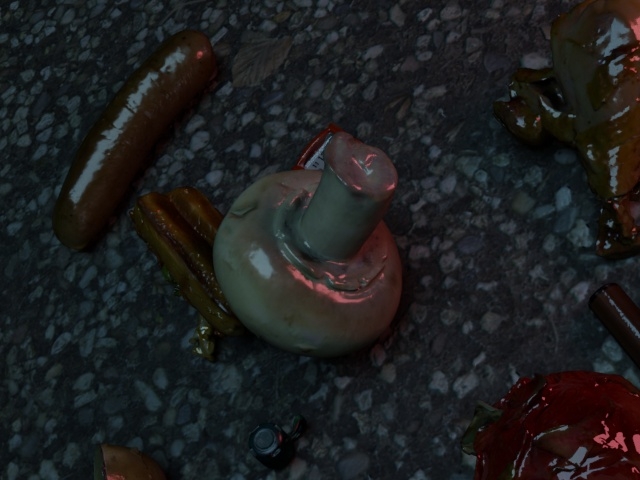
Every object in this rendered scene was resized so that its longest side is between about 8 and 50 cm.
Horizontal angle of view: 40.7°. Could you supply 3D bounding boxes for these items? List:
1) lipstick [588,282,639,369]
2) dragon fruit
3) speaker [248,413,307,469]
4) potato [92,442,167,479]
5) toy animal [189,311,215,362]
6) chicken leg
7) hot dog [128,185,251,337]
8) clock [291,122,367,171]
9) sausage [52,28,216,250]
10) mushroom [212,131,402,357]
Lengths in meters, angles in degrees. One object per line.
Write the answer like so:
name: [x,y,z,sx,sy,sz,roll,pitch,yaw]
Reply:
lipstick: [0.485,0.202,1.151,0.057,0.057,0.356,-35,57,6]
dragon fruit: [0.330,0.304,1.053,0.343,0.277,0.277,33,84,34]
speaker: [-0.059,0.313,1.340,0.095,0.075,0.060,-25,57,3]
potato: [-0.299,0.420,1.378,0.117,0.182,0.202,-1,67,-23]
toy animal: [-0.192,0.160,1.493,0.061,0.081,0.083,-22,24,23]
chicken leg: [0.406,-0.171,1.323,0.295,0.182,0.409,-7,80,32]
hot dog: [-0.200,0.039,1.494,0.158,0.117,0.349,-20,52,-38]
clock: [0.036,-0.126,1.508,0.113,0.061,0.155,-49,54,-3]
sausage: [-0.378,-0.210,1.700,0.136,0.123,0.500,34,83,3]
mushroom: [0.000,0.000,1.286,0.315,0.336,0.314,10,51,-13]
